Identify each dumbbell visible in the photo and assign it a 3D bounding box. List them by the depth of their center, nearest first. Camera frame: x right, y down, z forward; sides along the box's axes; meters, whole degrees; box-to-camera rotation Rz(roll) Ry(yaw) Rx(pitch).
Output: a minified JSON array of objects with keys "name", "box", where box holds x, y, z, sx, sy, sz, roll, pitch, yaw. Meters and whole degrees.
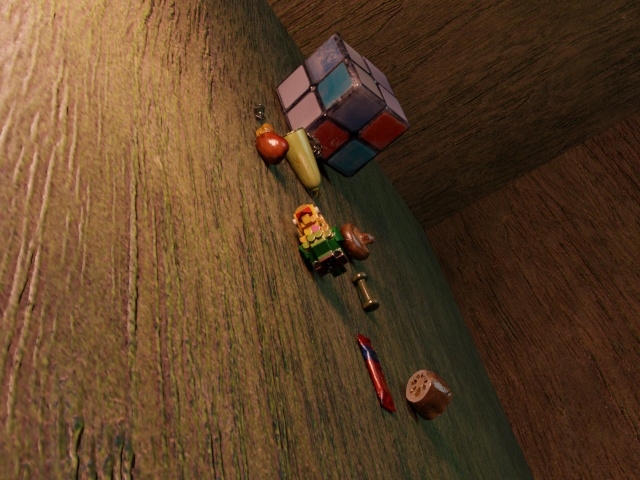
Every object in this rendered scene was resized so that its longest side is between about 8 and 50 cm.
[{"name":"dumbbell","box":[0.130,0.148,1.971,0.052,0.046,0.118,50,15,-54]}]

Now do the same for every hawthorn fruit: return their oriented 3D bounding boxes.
[{"name":"hawthorn fruit","box":[-0.132,-0.247,1.804,0.093,0.081,0.081,31,13,4]}]

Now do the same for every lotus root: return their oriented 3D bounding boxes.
[{"name":"lotus root","box":[0.287,0.415,1.844,0.081,0.112,0.122,39,9,-22]}]

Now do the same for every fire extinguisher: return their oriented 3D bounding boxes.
[{"name":"fire extinguisher","box":[-0.179,-0.373,1.995,0.038,0.025,0.083,15,30,-15]}]

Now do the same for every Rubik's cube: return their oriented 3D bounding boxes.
[{"name":"Rubik's cube","box":[0.076,-0.467,2.403,0.313,0.318,0.316,27,35,-43]}]

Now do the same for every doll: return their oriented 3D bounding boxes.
[{"name":"doll","box":[-0.002,-0.001,1.668,0.186,0.106,0.134,62,7,9]}]

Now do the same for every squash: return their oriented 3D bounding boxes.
[{"name":"squash","box":[-0.048,-0.225,2.062,0.224,0.094,0.094,64,12,-11]}]

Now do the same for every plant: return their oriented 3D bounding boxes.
[{"name":"plant","box":[-0.038,-0.292,2.207,0.143,0.092,0.094,-14,81,-85]}]

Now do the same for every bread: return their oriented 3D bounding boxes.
[{"name":"bread","box":[-0.142,-0.283,1.887,0.081,0.046,0.083,45,18,-55]}]

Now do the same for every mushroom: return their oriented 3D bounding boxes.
[{"name":"mushroom","box":[0.106,0.005,2.113,0.109,0.085,0.126,-5,62,-36]}]

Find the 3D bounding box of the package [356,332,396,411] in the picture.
[{"name":"package","box":[0.136,0.322,1.674,0.083,0.022,0.200,42,24,-52]}]
